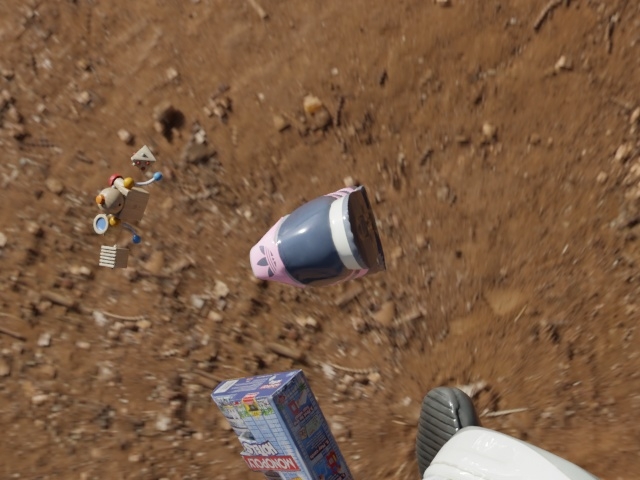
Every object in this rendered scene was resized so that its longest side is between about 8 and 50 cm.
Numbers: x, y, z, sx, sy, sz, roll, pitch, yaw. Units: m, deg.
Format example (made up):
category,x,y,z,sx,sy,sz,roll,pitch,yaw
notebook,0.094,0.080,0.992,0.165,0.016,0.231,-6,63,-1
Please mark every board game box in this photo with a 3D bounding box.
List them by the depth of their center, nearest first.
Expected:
category,x,y,z,sx,sy,sz,roll,pitch,yaw
board game box,-0.043,0.264,1.623,0.060,0.194,0.194,-38,102,-33

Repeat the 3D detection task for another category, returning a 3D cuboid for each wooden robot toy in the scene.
category,x,y,z,sx,sy,sz,roll,pitch,yaw
wooden robot toy,-0.279,-0.048,1.714,0.076,0.079,0.173,27,103,32

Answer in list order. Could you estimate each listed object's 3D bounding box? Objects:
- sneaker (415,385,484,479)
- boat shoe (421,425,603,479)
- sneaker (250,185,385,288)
category,x,y,z,sx,sy,sz,roll,pitch,yaw
sneaker,0.205,0.299,1.432,0.146,0.122,0.331,-20,108,-16
boat shoe,0.125,0.165,0.513,0.103,0.320,0.118,-43,116,-17
sneaker,0.000,0.000,1.480,0.131,0.319,0.112,-16,85,8
